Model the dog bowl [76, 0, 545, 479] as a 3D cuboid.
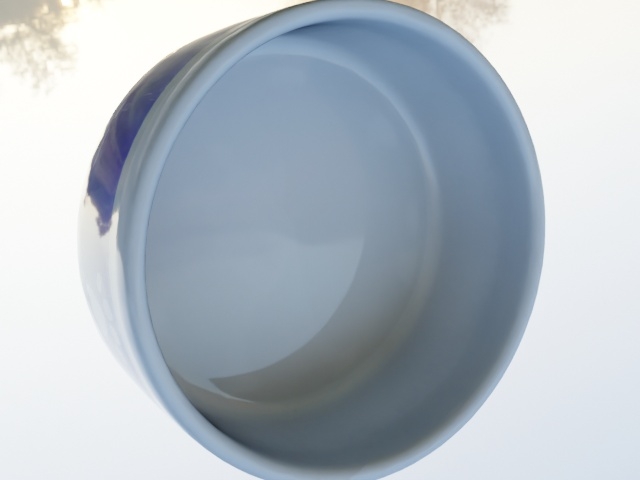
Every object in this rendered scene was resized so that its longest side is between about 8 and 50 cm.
[{"bbox_3d":[0.000,0.000,0.487,0.265,0.265,0.104,-18,-165,-28],"label":"dog bowl"}]
